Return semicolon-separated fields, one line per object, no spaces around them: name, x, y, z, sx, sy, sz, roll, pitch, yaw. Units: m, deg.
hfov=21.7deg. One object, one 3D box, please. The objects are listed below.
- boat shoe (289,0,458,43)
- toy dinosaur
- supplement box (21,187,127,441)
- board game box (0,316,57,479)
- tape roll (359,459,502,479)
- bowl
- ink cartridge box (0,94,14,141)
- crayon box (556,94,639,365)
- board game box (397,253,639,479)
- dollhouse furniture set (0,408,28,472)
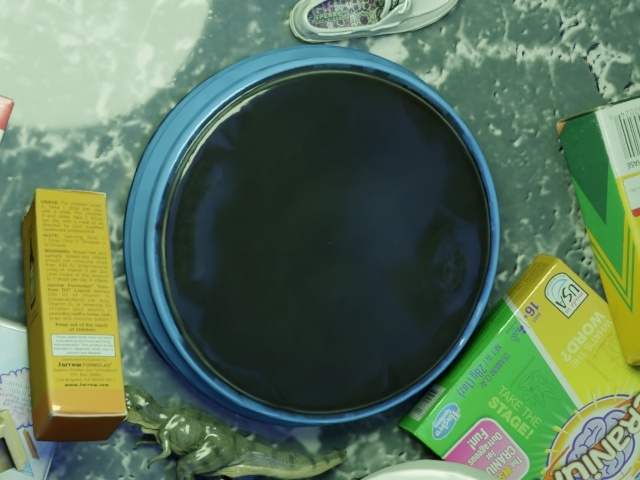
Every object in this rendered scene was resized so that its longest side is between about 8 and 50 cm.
boat shoe;0.061;-0.242;1.692;0.184;0.063;0.066;-8;96;-13
toy dinosaur;-0.111;0.231;1.682;0.268;0.064;0.118;19;88;-14
supplement box;-0.236;0.069;1.579;0.080;0.078;0.233;1;64;-23
board game box;-0.423;0.205;1.603;0.319;0.066;0.318;18;89;-14
tape roll;0.107;0.361;1.639;0.286;0.100;0.286;0;88;7
bowl;0.000;0.000;1.672;0.391;0.077;0.391;-2;97;-17
ink cartridge box;-0.363;-0.087;1.603;0.099;0.056;0.135;19;89;-15
crayon box;0.386;-0.002;1.740;0.202;0.081;0.318;-16;91;-28
board game box;0.277;0.207;1.774;0.316;0.064;0.242;41;84;-13
dollhouse furniture set;-0.364;0.366;1.500;0.303;0.174;0.355;-23;99;-17
